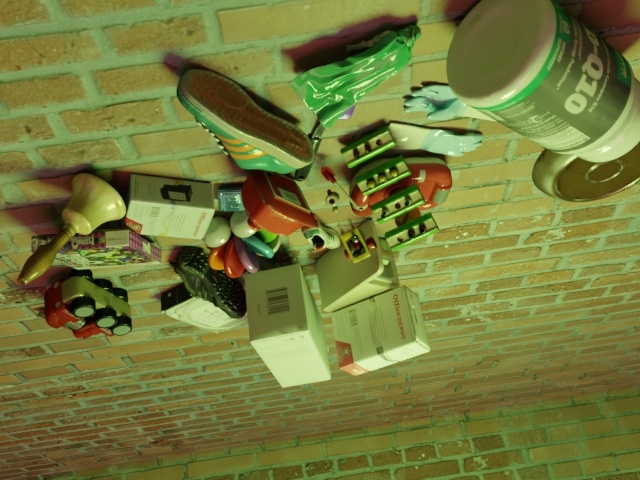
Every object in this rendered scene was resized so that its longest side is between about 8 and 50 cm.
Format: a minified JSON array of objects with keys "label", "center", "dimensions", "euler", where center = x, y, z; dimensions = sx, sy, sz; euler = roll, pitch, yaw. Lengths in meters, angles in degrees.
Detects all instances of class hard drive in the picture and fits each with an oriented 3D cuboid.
[{"label":"hard drive","center":[-0.239,0.153,1.807],"dimensions":[0.338,0.064,0.237],"euler":[-26,146,24]}]

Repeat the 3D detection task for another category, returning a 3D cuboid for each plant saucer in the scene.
[{"label":"plant saucer","center":[0.650,-0.175,1.510],"dimensions":[0.310,0.050,0.311],"euler":[-7,150,-4]}]

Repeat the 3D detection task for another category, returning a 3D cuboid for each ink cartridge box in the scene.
[{"label":"ink cartridge box","center":[-0.327,-0.069,1.404],"dimensions":[0.175,0.073,0.127],"euler":[5,147,-23]},{"label":"ink cartridge box","center":[0.150,0.228,1.643],"dimensions":[0.217,0.159,0.092],"euler":[-25,145,24]}]

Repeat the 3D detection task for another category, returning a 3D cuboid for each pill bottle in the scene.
[{"label":"pill bottle","center":[0.407,-0.271,1.135],"dimensions":[0.360,0.204,0.204],"euler":[16,141,-36]}]

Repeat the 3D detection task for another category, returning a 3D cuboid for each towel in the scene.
[{"label":"towel","center":[-0.166,-0.092,1.440],"dimensions":[0.119,0.029,0.067],"euler":[-4,136,-9]}]

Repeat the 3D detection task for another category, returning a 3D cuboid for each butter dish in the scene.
[{"label":"butter dish","center":[-0.107,-0.068,1.359],"dimensions":[0.160,0.160,0.118],"euler":[24,119,-42]}]

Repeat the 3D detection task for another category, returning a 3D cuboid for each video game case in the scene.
[{"label":"video game case","center":[-0.491,0.023,1.463],"dimensions":[0.210,0.042,0.232],"euler":[-4,168,2]}]

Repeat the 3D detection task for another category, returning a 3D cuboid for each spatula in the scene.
[{"label":"spatula","center":[0.000,-0.212,1.293],"dimensions":[0.084,0.030,0.296],"euler":[3,147,-20]}]

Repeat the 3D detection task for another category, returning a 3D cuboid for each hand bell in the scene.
[{"label":"hand bell","center":[-0.498,-0.006,1.269],"dimensions":[0.126,0.242,0.126],"euler":[17,141,14]}]

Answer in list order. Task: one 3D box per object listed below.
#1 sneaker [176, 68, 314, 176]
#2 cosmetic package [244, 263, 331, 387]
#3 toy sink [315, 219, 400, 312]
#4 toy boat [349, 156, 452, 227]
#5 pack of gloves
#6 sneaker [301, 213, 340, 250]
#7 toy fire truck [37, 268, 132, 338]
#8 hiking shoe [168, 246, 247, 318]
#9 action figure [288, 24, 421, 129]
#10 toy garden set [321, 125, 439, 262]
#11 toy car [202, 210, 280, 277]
[{"label":"sneaker","center":[-0.154,-0.197,1.206],"dimensions":[0.121,0.108,0.302],"euler":[-26,140,36]},{"label":"cosmetic package","center":[-0.079,0.238,1.741],"dimensions":[0.155,0.197,0.366],"euler":[-11,148,3]},{"label":"toy sink","center":[0.113,0.076,1.684],"dimensions":[0.131,0.153,0.234],"euler":[15,141,-34]},{"label":"toy boat","center":[0.179,-0.088,1.428],"dimensions":[0.230,0.151,0.151],"euler":[-4,148,-9]},{"label":"pack of gloves","center":[0.256,-0.227,1.323],"dimensions":[0.231,0.046,0.195],"euler":[2,147,-17]},{"label":"sneaker","center":[0.000,0.000,1.600],"dimensions":[0.057,0.076,0.161],"euler":[-21,147,20]},{"label":"toy fire truck","center":[-0.648,0.186,1.701],"dimensions":[0.246,0.159,0.217],"euler":[-28,146,11]},{"label":"hiking shoe","center":[-0.281,0.115,1.659],"dimensions":[0.227,0.086,0.114],"euler":[48,140,-11]},{"label":"action figure","center":[0.074,-0.300,1.137],"dimensions":[0.232,0.064,0.137],"euler":[-29,143,18]},{"label":"toy garden set","center":[0.101,-0.079,1.352],"dimensions":[0.203,0.049,0.244],"euler":[-25,103,19]},{"label":"toy car","center":[-0.182,0.017,1.522],"dimensions":[0.181,0.136,0.159],"euler":[-18,148,15]}]
